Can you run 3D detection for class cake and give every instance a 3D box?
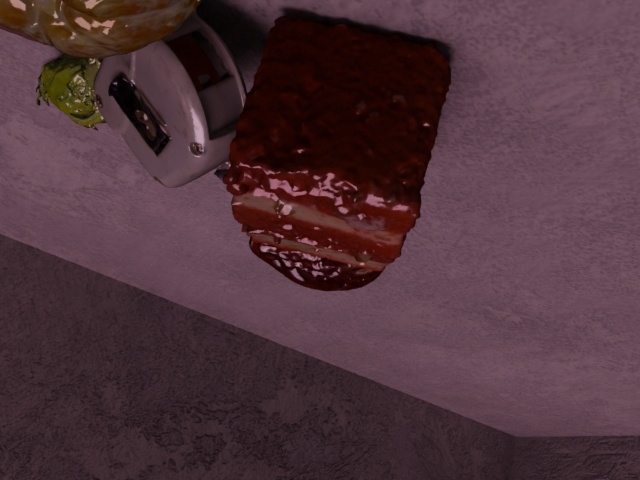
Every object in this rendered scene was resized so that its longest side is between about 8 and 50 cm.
[{"bbox_3d":[0.030,-0.122,1.117,0.269,0.270,0.319,15,160,6],"label":"cake"}]

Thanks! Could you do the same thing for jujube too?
[{"bbox_3d":[0.000,0.000,1.537,0.290,0.197,0.197,12,159,-9],"label":"jujube"}]

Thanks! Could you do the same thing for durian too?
[{"bbox_3d":[-0.415,-0.271,1.307,0.375,0.107,0.132,-4,145,34],"label":"durian"}]

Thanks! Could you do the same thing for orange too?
[{"bbox_3d":[-0.269,-0.351,0.811,0.329,0.249,0.329,9,154,5],"label":"orange"}]

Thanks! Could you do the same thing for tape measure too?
[{"bbox_3d":[-0.225,-0.219,1.098,0.265,0.130,0.258,54,143,4],"label":"tape measure"}]

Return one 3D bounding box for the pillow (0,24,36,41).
[{"bbox_3d":[-0.502,-0.392,1.099,0.236,0.084,0.223,26,155,-9],"label":"pillow"}]

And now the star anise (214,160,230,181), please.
[{"bbox_3d":[-0.134,-0.144,1.414,0.236,0.093,0.229,26,158,-32],"label":"star anise"}]
